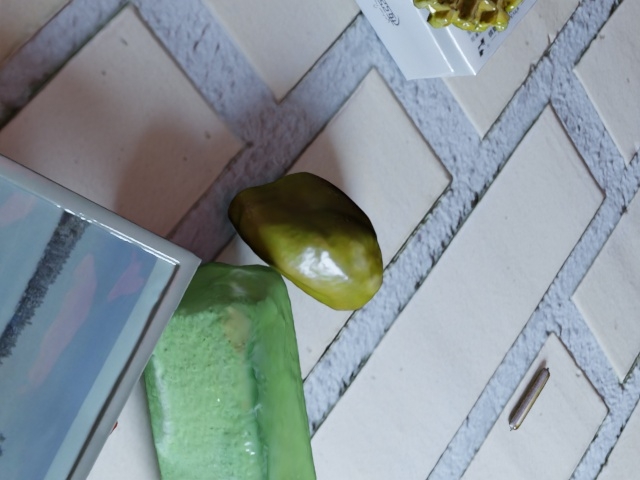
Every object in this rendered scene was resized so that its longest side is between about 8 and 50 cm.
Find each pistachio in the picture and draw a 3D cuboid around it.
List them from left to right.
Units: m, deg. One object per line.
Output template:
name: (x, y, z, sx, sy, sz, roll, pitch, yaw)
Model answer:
pistachio: (0.000, 0.000, 0.925, 0.100, 0.110, 0.189, -49, 122, 3)

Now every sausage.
sausage: (0.262, 0.198, 1.201, 0.100, 0.015, 0.015, -52, 121, -23)

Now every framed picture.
framed picture: (-0.240, 0.097, 0.715, 0.213, 0.016, 0.289, 30, 85, -33)

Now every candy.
candy: (-0.075, 0.188, 0.874, 0.142, 0.131, 0.344, -55, 139, -74)

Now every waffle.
waffle: (0.141, -0.290, 0.911, 0.191, 0.038, 0.191, -4, 96, -35)

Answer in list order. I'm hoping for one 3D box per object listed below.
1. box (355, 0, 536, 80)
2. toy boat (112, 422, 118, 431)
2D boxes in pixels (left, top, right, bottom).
box: (0.150, -0.334, 1.011, 0.274, 0.116, 0.203, -51, 121, -22)
toy boat: (-0.284, 0.016, 0.719, 0.136, 0.079, 0.392, -38, 116, -27)
